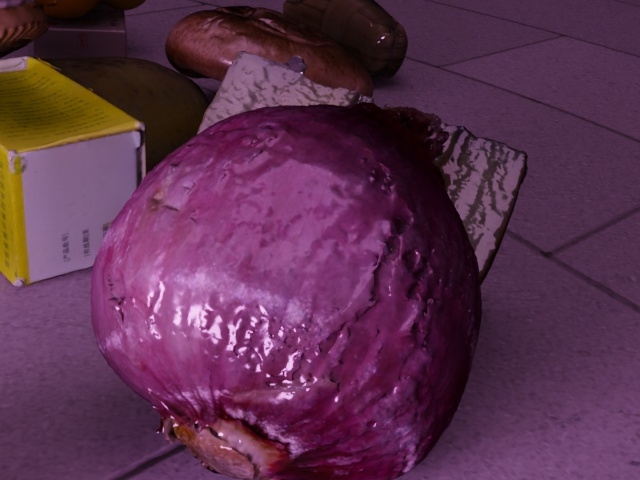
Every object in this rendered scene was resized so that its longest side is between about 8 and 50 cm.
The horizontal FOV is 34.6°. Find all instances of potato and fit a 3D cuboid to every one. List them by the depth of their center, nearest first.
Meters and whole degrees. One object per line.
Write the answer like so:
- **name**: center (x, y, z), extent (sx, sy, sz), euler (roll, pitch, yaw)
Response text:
- **potato**: center (-0.246, -0.172, 1.255), extent (0.255, 0.112, 0.269), euler (-15, 34, -37)

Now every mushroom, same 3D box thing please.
- **mushroom**: center (-0.070, -0.229, 1.355), extent (0.278, 0.146, 0.278), euler (17, 7, -2)

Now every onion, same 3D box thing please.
- **onion**: center (0.010, -0.011, 0.701), extent (0.267, 0.159, 0.348), euler (28, 62, -1)

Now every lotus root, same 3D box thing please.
- **lotus root**: center (0.007, 0.014, 0.857), extent (0.267, 0.149, 0.260), euler (19, 59, 3)

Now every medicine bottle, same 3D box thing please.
- **medicine bottle**: center (-0.289, -0.076, 1.011), extent (0.141, 0.137, 0.250), euler (-20, 36, -34)

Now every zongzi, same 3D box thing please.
- **zongzi**: center (0.093, -0.332, 1.666), extent (0.228, 0.115, 0.256), euler (31, 25, 36)

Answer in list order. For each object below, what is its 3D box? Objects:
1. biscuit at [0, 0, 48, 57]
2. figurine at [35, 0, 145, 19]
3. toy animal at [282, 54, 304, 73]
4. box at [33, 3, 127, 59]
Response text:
- **biscuit**: center (-0.415, -0.217, 1.100), extent (0.259, 0.079, 0.259), euler (-19, 10, 4)
- **figurine**: center (-0.366, -0.441, 1.557), extent (0.215, 0.215, 0.228), euler (-10, 72, -29)
- **toy animal**: center (-0.069, -0.095, 1.171), extent (0.219, 0.155, 0.095), euler (-32, 54, 13)
- **box**: center (-0.373, -0.327, 1.601), extent (0.141, 0.058, 0.201), euler (-1, 26, -13)
